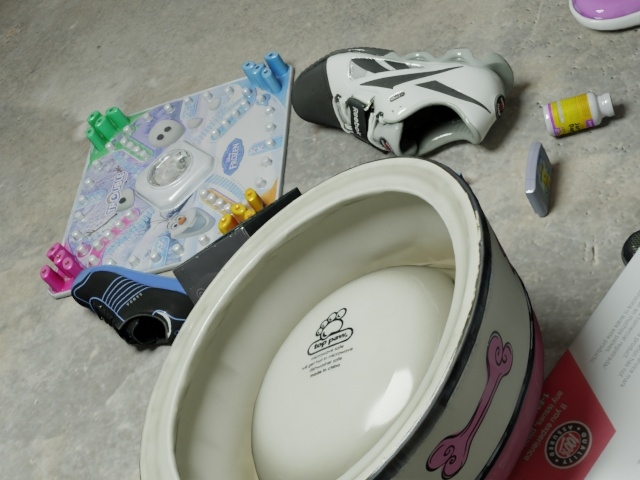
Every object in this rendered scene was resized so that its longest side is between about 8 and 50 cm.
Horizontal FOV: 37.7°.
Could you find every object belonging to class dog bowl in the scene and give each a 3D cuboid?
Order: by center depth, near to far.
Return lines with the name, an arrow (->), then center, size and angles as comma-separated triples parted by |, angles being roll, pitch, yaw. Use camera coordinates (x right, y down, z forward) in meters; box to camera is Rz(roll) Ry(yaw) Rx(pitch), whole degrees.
dog bowl -> 0.024, 0.127, 0.871 | 0.408, 0.150, 0.408 | -34, 33, 26

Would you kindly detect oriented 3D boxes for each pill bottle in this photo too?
pill bottle -> 0.328, -0.162, 1.190 | 0.083, 0.043, 0.043 | -14, 46, 21

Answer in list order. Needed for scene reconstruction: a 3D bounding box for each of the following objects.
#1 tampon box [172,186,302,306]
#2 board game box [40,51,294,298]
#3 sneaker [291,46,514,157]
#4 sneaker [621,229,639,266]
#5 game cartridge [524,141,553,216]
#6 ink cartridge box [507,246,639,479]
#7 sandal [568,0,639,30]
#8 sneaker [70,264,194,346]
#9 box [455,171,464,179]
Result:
tampon box -> -0.074, 0.026, 1.138 | 0.120, 0.101, 0.161 | -30, 6, 30
board game box -> -0.238, -0.113, 1.480 | 0.390, 0.050, 0.390 | -14, 47, 20
sneaker -> 0.088, -0.181, 1.293 | 0.330, 0.122, 0.146 | 0, 51, 31
sneaker -> 0.401, 0.011, 0.932 | 0.087, 0.130, 0.227 | -47, 42, -17
game cartridge -> 0.266, -0.077, 1.142 | 0.017, 0.056, 0.083 | -11, 48, 33
ink cartridge box -> 0.372, 0.204, 0.750 | 0.384, 0.160, 0.279 | 26, 70, 44
sandal -> 0.519, -0.435, 1.277 | 0.416, 0.102, 0.169 | -30, 43, 5
sneaker -> -0.266, 0.094, 1.287 | 0.232, 0.081, 0.090 | 3, 47, 31
box -> 0.111, -0.054, 1.234 | 0.137, 0.027, 0.094 | 10, 57, 37
